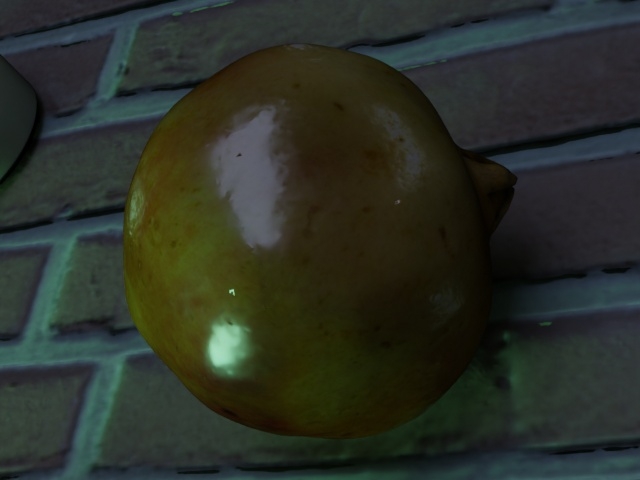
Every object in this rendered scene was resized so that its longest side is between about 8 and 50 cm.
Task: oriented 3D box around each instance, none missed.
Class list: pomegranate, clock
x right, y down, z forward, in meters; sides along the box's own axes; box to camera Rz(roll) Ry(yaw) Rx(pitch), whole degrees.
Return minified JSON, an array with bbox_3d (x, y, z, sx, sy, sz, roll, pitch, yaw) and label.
[{"bbox_3d":[-0.005,0.004,0.769,0.209,0.209,0.209,-19,47,21],"label":"pomegranate"},{"bbox_3d":[-0.294,-0.081,1.142,0.155,0.063,0.229,-30,41,14],"label":"clock"}]
